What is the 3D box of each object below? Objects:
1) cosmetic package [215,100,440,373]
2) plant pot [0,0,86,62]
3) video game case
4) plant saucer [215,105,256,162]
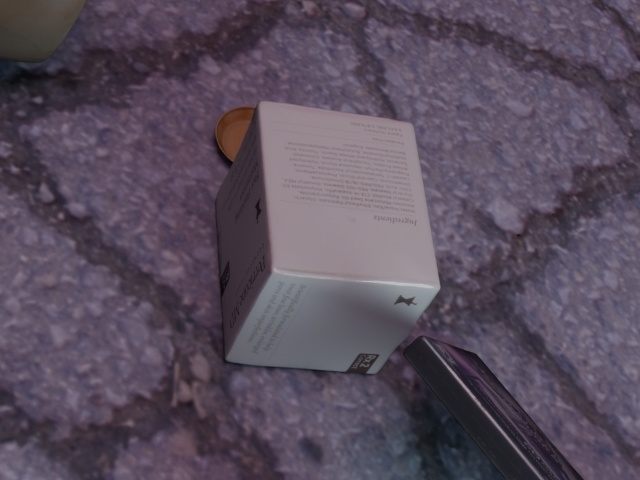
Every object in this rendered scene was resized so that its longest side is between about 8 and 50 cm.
[{"bbox_3d":[0.000,0.000,1.095,0.151,0.151,0.184,7,53,-18],"label":"cosmetic package"},{"bbox_3d":[-0.344,-0.302,1.099,0.280,0.323,0.323,22,49,-28],"label":"plant pot"},{"bbox_3d":[0.162,0.165,1.003,0.026,0.274,0.196,-42,74,7],"label":"video game case"},{"bbox_3d":[-0.066,-0.097,1.224,0.083,0.015,0.083,11,53,-16],"label":"plant saucer"}]
